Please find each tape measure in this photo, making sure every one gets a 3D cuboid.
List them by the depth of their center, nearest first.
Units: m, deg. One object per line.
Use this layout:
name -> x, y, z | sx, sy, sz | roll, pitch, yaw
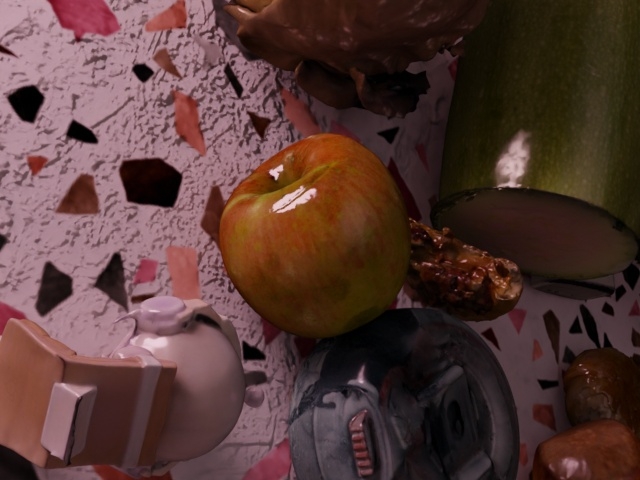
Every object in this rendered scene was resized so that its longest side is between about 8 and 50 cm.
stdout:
tape measure -> 0.099, 0.207, 1.004 | 0.256, 0.147, 0.275 | -32, 99, -44

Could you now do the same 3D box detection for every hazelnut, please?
hazelnut -> 0.342, 0.303, 1.202 | 0.150, 0.150, 0.150 | 16, 66, -38

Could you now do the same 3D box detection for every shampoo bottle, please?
shampoo bottle -> 0.350, -0.059, 1.376 | 0.153, 0.071, 0.284 | 14, 64, -39

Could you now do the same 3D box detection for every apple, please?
apple -> 0.000, 0.000, 0.957 | 0.196, 0.196, 0.196 | 16, 66, -38

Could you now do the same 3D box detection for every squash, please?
squash -> 0.294, -0.171, 1.201 | 0.263, 0.263, 0.384 | 25, 69, -34

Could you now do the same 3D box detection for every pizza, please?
pizza -> 0.142, 0.035, 1.138 | 0.194, 0.154, 0.069 | 32, 73, -5

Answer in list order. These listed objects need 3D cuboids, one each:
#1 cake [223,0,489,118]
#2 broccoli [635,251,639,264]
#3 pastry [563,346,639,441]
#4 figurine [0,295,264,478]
cake -> 0.043, -0.310, 1.074 | 0.321, 0.332, 0.332 | 81, 31, -45
broccoli -> 0.547, -0.060, 1.406 | 0.283, 0.321, 0.303 | 9, 82, -27
pastry -> 0.395, 0.217, 1.312 | 0.153, 0.081, 0.153 | 12, 69, -35
figurine -> -0.156, 0.127, 0.824 | 0.237, 0.141, 0.162 | 1, 104, -45
